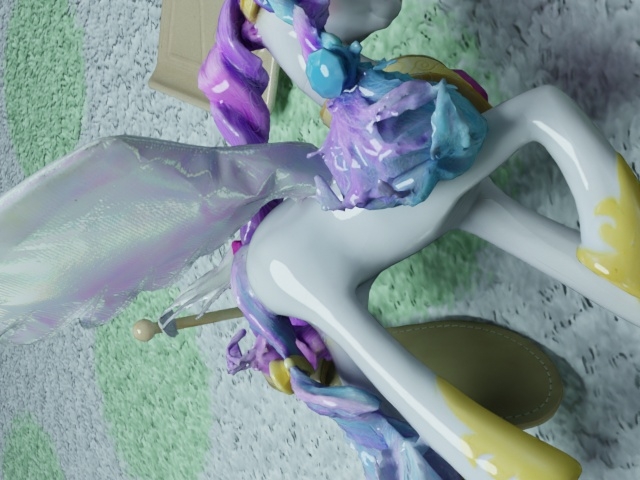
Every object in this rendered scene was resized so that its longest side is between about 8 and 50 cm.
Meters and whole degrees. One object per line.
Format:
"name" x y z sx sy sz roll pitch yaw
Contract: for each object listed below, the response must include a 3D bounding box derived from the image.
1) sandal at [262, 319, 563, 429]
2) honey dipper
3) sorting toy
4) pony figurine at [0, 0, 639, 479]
"sandal" 0.067 0.112 0.615 0.240 0.088 0.079 4 135 34
"honey dipper" -0.086 0.062 0.708 0.030 0.160 0.031 7 100 48
"sorting toy" -0.086 -0.224 0.768 0.193 0.038 0.208 27 111 44
"pony figurine" 0.000 0.000 0.488 0.351 0.303 0.363 -45 77 16
